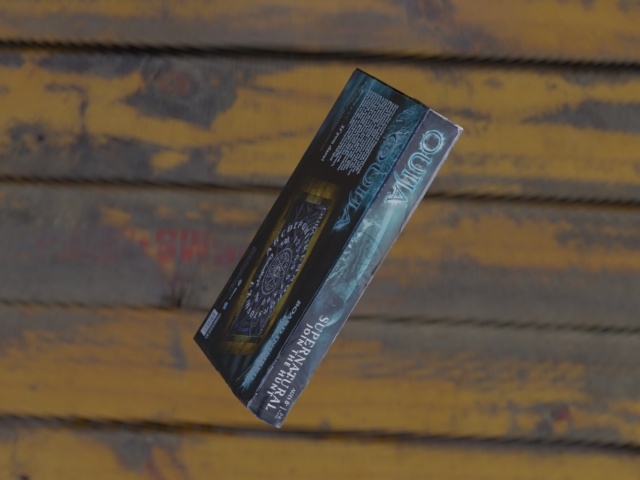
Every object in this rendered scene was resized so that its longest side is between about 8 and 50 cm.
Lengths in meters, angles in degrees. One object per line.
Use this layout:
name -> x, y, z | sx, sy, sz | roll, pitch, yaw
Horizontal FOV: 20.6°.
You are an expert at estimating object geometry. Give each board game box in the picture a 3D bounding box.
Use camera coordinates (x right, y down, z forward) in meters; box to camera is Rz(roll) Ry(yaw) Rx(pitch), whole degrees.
board game box -> 0.000, 0.000, 0.965 | 0.026, 0.126, 0.186 | 29, 95, -23
